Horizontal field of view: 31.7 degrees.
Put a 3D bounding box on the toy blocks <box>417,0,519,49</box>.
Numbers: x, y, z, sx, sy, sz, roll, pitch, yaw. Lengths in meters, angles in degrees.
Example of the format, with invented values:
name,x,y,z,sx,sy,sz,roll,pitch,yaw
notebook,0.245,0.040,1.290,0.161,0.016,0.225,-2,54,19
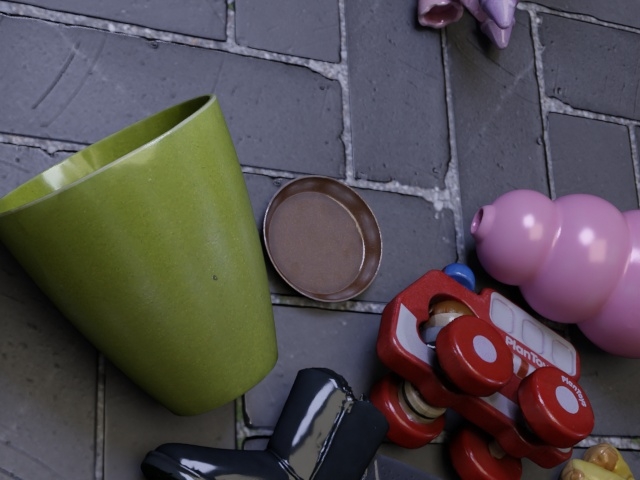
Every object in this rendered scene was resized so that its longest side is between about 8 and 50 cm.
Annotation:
name,x,y,z,sx,sy,sz,roll,pitch,yaw
toy blocks,0.203,-0.386,1.522,0.309,0.288,0.260,6,65,-29

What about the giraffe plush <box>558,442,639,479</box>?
name,x,y,z,sx,sy,sz,roll,pitch,yaw
giraffe plush,0.426,0.356,1.451,0.210,0.170,0.181,35,61,-12

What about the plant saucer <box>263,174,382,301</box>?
name,x,y,z,sx,sy,sz,roll,pitch,yaw
plant saucer,0.000,0.000,1.440,0.168,0.029,0.168,9,69,-23

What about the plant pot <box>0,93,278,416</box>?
name,x,y,z,sx,sy,sz,roll,pitch,yaw
plant pot,-0.169,0.032,1.230,0.275,0.275,0.293,-37,107,-31

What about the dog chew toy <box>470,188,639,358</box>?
name,x,y,z,sx,sy,sz,roll,pitch,yaw
dog chew toy,0.359,0.031,1.522,0.332,0.206,0.206,20,65,-10

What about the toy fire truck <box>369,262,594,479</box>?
name,x,y,z,sx,sy,sz,roll,pitch,yaw
toy fire truck,0.205,0.155,1.434,0.302,0.169,0.254,33,37,-14

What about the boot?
name,x,y,z,sx,sy,sz,roll,pitch,yaw
boot,-0.057,0.232,1.290,0.246,0.094,0.207,29,60,-8

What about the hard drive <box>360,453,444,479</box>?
name,x,y,z,sx,sy,sz,roll,pitch,yaw
hard drive,0.134,0.380,1.363,0.255,0.054,0.172,29,62,-15
